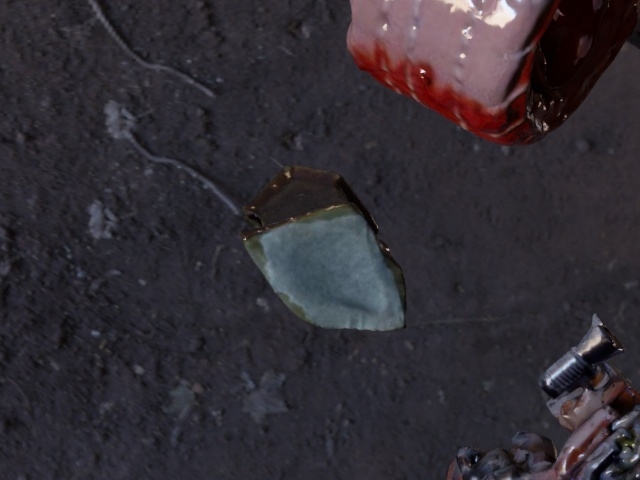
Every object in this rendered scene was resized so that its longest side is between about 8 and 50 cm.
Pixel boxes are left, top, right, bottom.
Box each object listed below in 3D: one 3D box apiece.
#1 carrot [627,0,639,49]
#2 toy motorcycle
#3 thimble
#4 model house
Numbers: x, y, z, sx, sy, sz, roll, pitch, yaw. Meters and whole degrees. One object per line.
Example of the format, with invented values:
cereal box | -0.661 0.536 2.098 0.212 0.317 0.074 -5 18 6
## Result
carrot | 0.280 -0.158 0.802 0.066 0.314 0.066 -20 131 -24
toy motorcycle | 0.217 0.180 0.905 0.134 0.207 0.401 37 100 -16
thimble | 0.108 -0.149 0.654 0.189 0.125 0.163 -17 134 -56
model house | 0.004 0.005 1.005 0.106 0.152 0.165 -30 116 4
